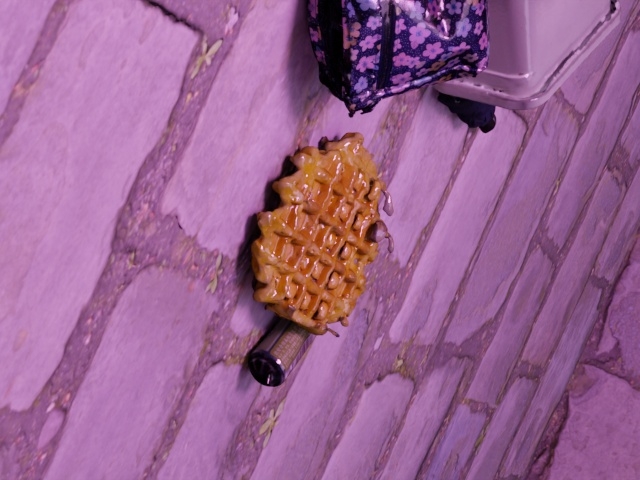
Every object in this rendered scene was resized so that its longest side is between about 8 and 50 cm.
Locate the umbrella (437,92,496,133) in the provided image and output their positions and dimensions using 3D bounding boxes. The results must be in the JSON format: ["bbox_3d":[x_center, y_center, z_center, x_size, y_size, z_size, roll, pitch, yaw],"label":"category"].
[{"bbox_3d":[0.225,-0.202,2.270,0.071,0.071,0.248,-67,162,2],"label":"umbrella"}]

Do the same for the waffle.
[{"bbox_3d":[-0.003,-0.001,1.939,0.262,0.060,0.281,-32,134,-42],"label":"waffle"}]

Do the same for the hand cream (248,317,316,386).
[{"bbox_3d":[-0.026,0.110,2.045,0.235,0.055,0.086,-52,153,-44],"label":"hand cream"}]

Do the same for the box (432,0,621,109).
[{"bbox_3d":[0.284,-0.339,2.129,0.312,0.175,0.183,-45,142,-40],"label":"box"}]

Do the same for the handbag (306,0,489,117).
[{"bbox_3d":[0.087,-0.260,1.762,0.207,0.127,0.229,-17,125,-19],"label":"handbag"}]
